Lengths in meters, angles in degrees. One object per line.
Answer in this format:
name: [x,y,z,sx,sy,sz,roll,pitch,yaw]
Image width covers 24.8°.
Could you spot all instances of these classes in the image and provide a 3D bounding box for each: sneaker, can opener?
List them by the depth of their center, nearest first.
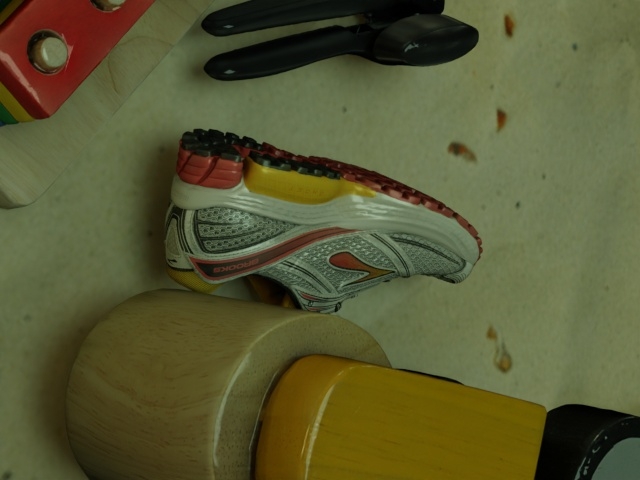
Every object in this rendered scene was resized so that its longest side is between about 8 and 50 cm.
sneaker: [0.000,0.000,0.845,0.225,0.088,0.093,11,102,-38]
can opener: [0.008,-0.128,0.854,0.186,0.073,0.059,-9,102,-36]

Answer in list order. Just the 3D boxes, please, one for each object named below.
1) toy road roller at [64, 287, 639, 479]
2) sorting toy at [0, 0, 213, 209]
toy road roller: [0.018,0.176,0.767,0.329,0.202,0.241,21,80,-39]
sorting toy: [-0.140,-0.195,0.721,0.257,0.089,0.255,51,59,-26]
